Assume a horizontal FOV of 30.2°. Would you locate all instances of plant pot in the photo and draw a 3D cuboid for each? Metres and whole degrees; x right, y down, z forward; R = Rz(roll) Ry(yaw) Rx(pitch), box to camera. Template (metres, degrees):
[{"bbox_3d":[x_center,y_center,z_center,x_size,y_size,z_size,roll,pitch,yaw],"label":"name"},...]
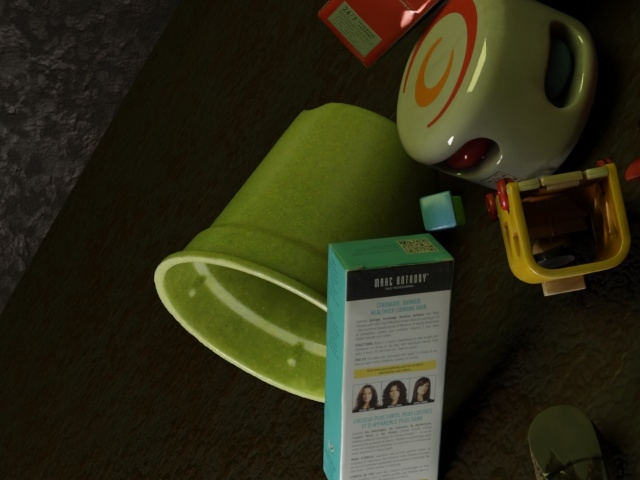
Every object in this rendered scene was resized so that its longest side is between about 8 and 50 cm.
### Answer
[{"bbox_3d":[0.000,0.000,1.287,0.276,0.276,0.253,-18,39,55],"label":"plant pot"}]

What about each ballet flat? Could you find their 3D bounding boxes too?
[{"bbox_3d":[0.208,0.238,0.890,0.084,0.058,0.249,-19,46,11],"label":"ballet flat"}]

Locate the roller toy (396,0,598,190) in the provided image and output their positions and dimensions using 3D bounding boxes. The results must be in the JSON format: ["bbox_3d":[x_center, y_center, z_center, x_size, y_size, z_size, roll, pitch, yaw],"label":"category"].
[{"bbox_3d":[0.178,-0.148,1.190,0.209,0.146,0.191,-63,22,22],"label":"roller toy"}]

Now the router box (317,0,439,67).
[{"bbox_3d":[0.180,-0.360,1.290,0.301,0.082,0.335,-41,4,38],"label":"router box"}]

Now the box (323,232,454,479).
[{"bbox_3d":[0.058,0.119,1.084,0.060,0.101,0.244,-125,33,-61],"label":"box"}]

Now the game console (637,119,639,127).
[{"bbox_3d":[0.349,-0.134,1.016,0.124,0.085,0.144,50,114,29],"label":"game console"}]

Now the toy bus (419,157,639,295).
[{"bbox_3d":[0.207,-0.006,1.045,0.191,0.202,0.104,-16,82,48],"label":"toy bus"}]
